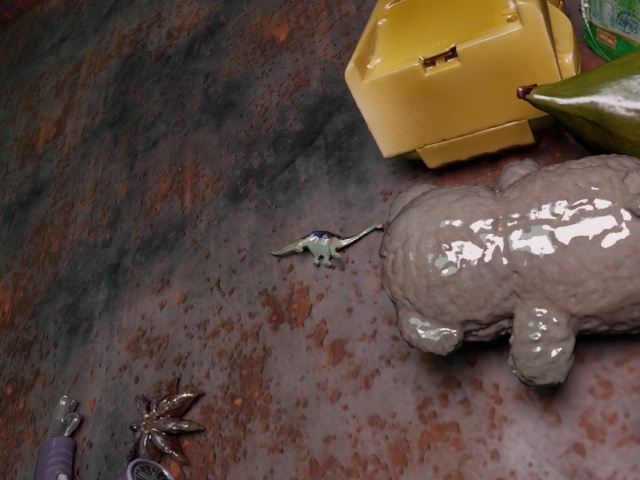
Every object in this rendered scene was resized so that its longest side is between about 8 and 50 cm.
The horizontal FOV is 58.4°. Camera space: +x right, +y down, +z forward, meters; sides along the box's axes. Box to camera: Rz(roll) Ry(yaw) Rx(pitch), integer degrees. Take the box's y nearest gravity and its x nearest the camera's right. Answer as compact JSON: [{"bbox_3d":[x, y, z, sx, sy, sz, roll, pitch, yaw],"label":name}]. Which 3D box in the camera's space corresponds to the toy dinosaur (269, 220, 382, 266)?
[{"bbox_3d":[-0.003,0.010,0.754,0.180,0.037,0.058,-6,35,24],"label":"toy dinosaur"}]

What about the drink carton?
[{"bbox_3d":[0.377,-0.267,0.600,0.142,0.144,0.146,-31,48,7],"label":"drink carton"}]

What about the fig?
[{"bbox_3d":[0.292,-0.135,0.529,0.126,0.185,0.133,-54,11,19],"label":"fig"}]

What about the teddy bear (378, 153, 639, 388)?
[{"bbox_3d":[0.190,0.017,0.530,0.267,0.151,0.236,-16,53,26],"label":"teddy bear"}]

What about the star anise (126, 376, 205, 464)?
[{"bbox_3d":[-0.207,0.239,0.741,0.141,0.042,0.141,-17,54,25],"label":"star anise"}]

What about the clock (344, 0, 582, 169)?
[{"bbox_3d":[0.180,-0.257,0.706,0.244,0.200,0.317,-9,49,28],"label":"clock"}]

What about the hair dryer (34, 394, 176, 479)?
[{"bbox_3d":[-0.317,0.313,0.726,0.301,0.121,0.361,-52,37,8],"label":"hair dryer"}]
